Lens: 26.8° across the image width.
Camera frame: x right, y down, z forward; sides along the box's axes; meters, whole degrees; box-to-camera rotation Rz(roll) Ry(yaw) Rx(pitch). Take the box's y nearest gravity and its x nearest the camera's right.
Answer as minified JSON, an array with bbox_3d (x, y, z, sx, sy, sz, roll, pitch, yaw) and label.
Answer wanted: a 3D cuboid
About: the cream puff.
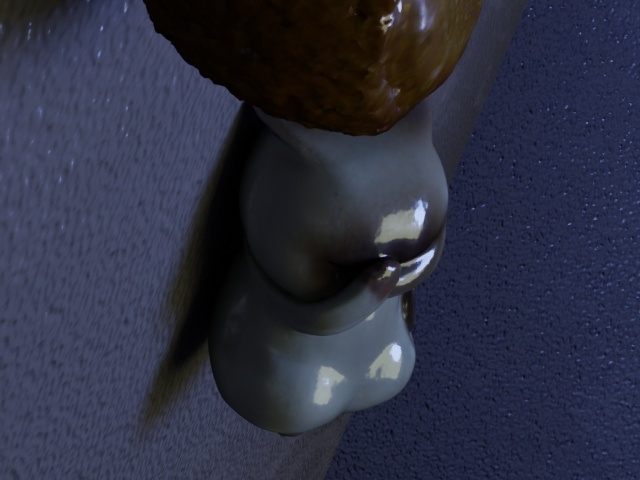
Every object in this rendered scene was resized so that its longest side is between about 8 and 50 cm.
[{"bbox_3d":[-0.006,-0.214,0.712,0.303,0.212,0.303,16,90,-75],"label":"cream puff"}]

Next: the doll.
[{"bbox_3d":[0.006,0.030,1.301,0.214,0.226,0.370,-7,141,-23],"label":"doll"}]
